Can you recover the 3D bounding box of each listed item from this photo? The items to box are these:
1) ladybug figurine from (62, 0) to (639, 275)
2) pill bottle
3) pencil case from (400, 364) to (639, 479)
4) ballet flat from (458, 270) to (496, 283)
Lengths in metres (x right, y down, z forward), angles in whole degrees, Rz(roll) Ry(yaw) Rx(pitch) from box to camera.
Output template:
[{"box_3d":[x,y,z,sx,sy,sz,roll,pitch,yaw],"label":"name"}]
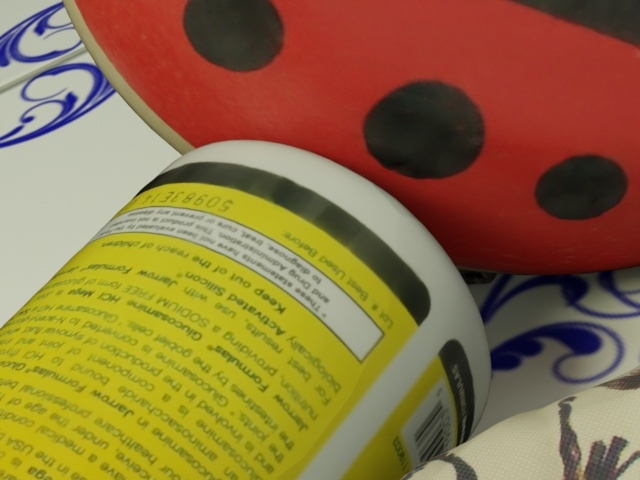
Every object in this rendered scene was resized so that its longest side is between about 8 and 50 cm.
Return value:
[{"box_3d":[0.087,-0.126,0.796,0.449,0.305,0.162,9,11,-13],"label":"ladybug figurine"},{"box_3d":[-0.085,0.122,0.694,0.188,0.188,0.334,8,41,37],"label":"pill bottle"},{"box_3d":[0.183,0.108,0.591,0.410,0.160,0.183,-22,42,-2],"label":"pencil case"},{"box_3d":[0.000,0.000,0.946,0.221,0.077,0.079,-2,49,24],"label":"ballet flat"}]
